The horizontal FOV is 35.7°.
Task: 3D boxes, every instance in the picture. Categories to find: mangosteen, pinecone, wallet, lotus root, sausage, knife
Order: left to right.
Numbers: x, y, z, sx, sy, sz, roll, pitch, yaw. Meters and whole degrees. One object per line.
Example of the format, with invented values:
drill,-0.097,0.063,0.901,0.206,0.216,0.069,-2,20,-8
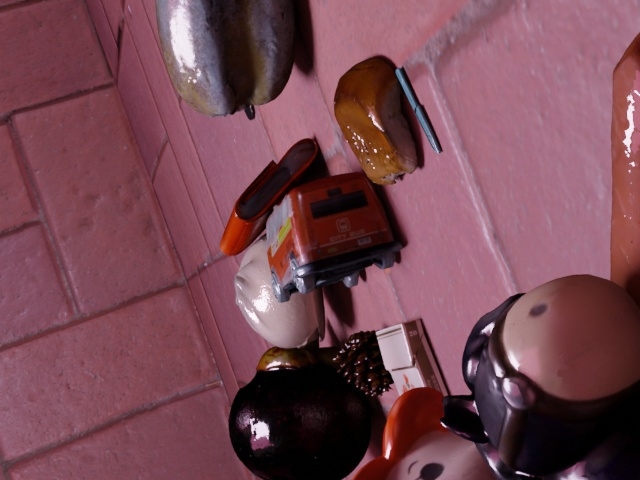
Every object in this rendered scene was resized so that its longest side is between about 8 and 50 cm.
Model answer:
lotus root,-0.110,-0.293,1.109,0.140,0.158,0.322,-123,25,-52
wallet,-0.072,-0.054,1.314,0.045,0.142,0.204,43,163,1
mangosteen,-0.025,0.235,1.445,0.211,0.211,0.250,109,171,-67
pinecone,0.060,0.151,1.221,0.083,0.077,0.077,54,161,16
knife,0.089,-0.118,0.898,0.014,0.005,0.091,111,137,-71
sausage,0.188,-0.040,0.533,0.065,0.065,0.169,-132,27,-56

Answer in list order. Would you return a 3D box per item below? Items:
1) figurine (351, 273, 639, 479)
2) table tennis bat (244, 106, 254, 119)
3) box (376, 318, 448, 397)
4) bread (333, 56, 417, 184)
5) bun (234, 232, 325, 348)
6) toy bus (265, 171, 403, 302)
figurine,0.158,0.188,0.612,0.306,0.241,0.411,42,155,17
table tennis bat,-0.110,-0.210,1.503,0.083,0.007,0.050,138,112,-76
box,0.121,0.189,1.133,0.109,0.029,0.198,140,109,-74
bread,0.050,-0.114,0.976,0.126,0.044,0.129,70,162,-3
bun,-0.061,0.066,1.378,0.173,0.120,0.172,-7,-90,-87
toy bus,0.000,0.000,1.171,0.265,0.121,0.119,139,115,-77
